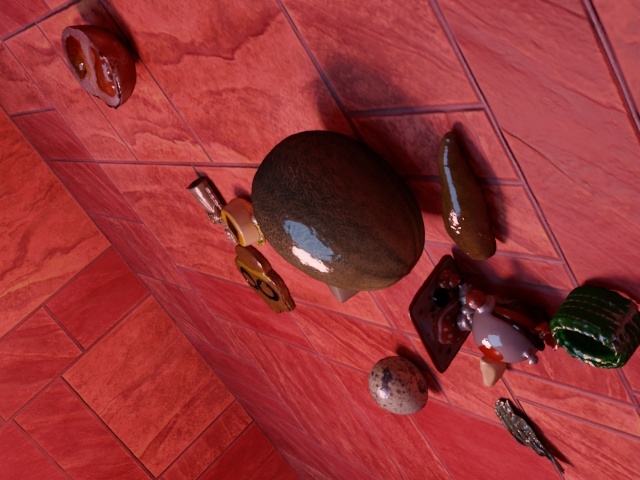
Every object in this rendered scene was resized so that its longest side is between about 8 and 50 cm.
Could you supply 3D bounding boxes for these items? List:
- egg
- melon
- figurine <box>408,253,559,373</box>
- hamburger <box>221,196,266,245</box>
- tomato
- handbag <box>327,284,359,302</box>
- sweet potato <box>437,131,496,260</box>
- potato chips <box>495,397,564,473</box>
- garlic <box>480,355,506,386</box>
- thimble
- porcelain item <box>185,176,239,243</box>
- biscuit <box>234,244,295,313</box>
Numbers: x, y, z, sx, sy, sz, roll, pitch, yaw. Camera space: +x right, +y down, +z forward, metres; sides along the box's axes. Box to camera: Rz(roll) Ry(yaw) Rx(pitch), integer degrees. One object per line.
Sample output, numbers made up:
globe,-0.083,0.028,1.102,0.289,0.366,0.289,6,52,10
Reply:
egg,0.194,0.357,1.971,0.172,0.132,0.132,42,161,-23
melon,0.030,-0.050,1.405,0.329,0.248,0.248,36,157,14
figurine,0.305,0.145,1.405,0.226,0.160,0.183,8,138,44
hamburger,-0.185,-0.045,2.026,0.141,0.081,0.126,45,160,38
tomato,-0.503,-0.428,1.894,0.228,0.112,0.199,35,148,28
handbag,0.000,0.000,1.789,0.219,0.079,0.256,47,164,41
sweet potato,0.221,-0.059,1.271,0.077,0.077,0.244,22,149,46
potato chips,0.451,0.426,1.764,0.207,0.028,0.092,48,159,-1
garlic,0.346,0.257,1.620,0.041,0.053,0.083,29,144,41
thimble,0.421,0.131,1.219,0.118,0.090,0.130,48,160,-11
porcelain item,-0.273,-0.072,2.173,0.213,0.054,0.084,55,159,-23
biscuit,-0.171,0.120,2.343,0.208,0.041,0.290,27,151,41
